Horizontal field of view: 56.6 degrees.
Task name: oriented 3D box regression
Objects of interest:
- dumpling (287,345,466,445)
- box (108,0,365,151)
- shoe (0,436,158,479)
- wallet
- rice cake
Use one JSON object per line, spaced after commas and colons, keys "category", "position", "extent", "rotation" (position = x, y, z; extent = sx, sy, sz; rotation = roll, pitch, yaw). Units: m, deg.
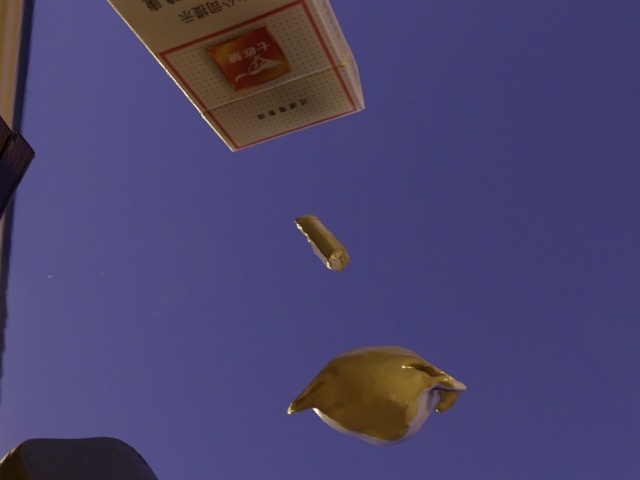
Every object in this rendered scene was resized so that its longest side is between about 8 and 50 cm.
{"category": "dumpling", "position": [0.079, 0.220, 0.839], "extent": [0.250, 0.162, 0.132], "rotation": [-10, -117, 12]}
{"category": "box", "position": [-0.093, -0.263, 0.736], "extent": [0.210, 0.330, 0.095], "rotation": [-15, -120, 15]}
{"category": "shoe", "position": [-0.255, 0.272, 0.622], "extent": [0.093, 0.241, 0.108], "rotation": [-43, -119, -4]}
{"category": "wallet", "position": [-0.449, -0.079, 0.755], "extent": [0.039, 0.133, 0.243], "rotation": [-16, -137, 17]}
{"category": "rice cake", "position": [0.000, 0.000, 1.389], "extent": [0.256, 0.057, 0.052], "rotation": [-131, -138, -60]}
